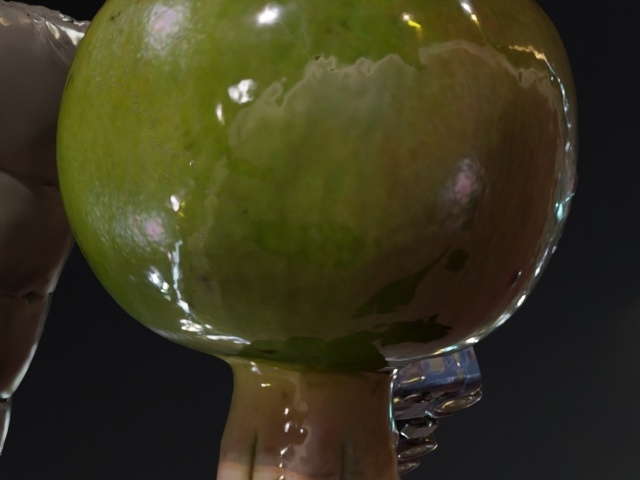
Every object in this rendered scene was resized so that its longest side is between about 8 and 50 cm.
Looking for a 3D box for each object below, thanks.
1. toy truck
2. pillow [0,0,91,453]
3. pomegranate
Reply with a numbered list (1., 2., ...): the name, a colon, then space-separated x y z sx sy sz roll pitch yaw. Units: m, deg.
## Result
1. toy truck: 0.025 0.098 1.100 0.088 0.074 0.202 -6 -24 -22
2. pillow: -0.254 -0.024 0.683 0.326 0.101 0.228 17 -77 -25
3. pomegranate: -0.006 -0.010 0.593 0.179 0.179 0.210 77 -154 -60
